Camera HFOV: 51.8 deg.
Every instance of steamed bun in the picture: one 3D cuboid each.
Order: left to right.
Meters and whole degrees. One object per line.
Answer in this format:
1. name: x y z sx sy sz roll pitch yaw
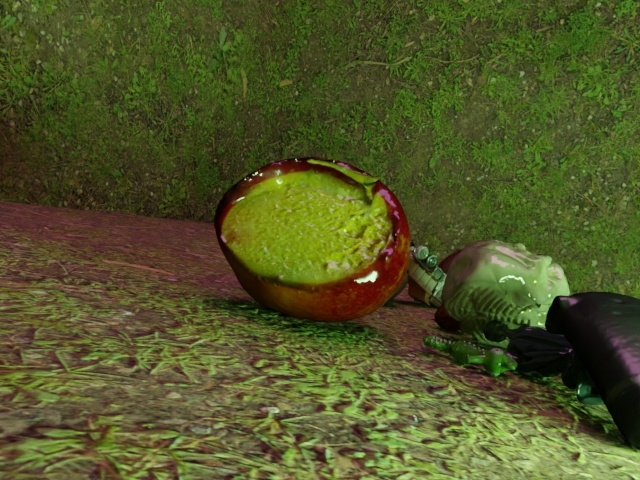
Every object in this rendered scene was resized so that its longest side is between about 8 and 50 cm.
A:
1. steamed bun: 0.422 0.110 1.497 0.275 0.206 0.320 1 -39 23

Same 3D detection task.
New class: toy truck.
1. toy truck: 0.306 0.105 2.028 0.270 0.135 0.114 40 -8 -30

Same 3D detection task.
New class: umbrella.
1. umbrella: 0.449 0.225 1.275 0.143 0.094 0.349 4 5 -30

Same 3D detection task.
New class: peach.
1. peach: -0.010 0.004 1.392 0.406 0.335 0.310 7 -19 15

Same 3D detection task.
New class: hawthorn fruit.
1. hawthorn fruit: 0.322 0.193 1.642 0.093 0.081 0.081 -24 22 -29

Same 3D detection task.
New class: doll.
1. doll: 0.282 0.215 1.250 0.190 0.050 0.115 12 -4 40

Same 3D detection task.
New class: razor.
1. razor: 0.501 0.189 1.027 0.204 0.113 0.349 4 26 -7

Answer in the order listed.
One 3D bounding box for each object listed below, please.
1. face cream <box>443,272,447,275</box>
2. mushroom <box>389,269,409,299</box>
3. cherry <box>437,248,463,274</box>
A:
1. face cream: 0.458 0.173 2.155 0.349 0.105 0.105 13 3 29
2. mushroom: 0.078 0.103 1.921 0.344 0.130 0.247 16 -21 21
3. cherry: 0.537 0.126 2.304 0.285 0.212 0.236 -3 -30 45
